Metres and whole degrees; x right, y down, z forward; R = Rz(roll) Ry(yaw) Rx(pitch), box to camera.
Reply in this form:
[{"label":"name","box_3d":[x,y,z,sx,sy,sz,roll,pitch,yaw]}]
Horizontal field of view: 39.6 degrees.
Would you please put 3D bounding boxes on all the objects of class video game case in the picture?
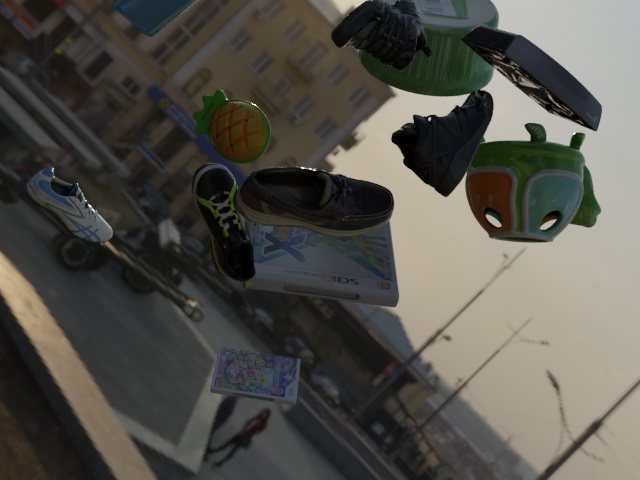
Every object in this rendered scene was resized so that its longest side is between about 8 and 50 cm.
[{"label":"video game case","box_3d":[-0.092,0.195,1.286,0.122,0.011,0.087,9,35,-3]},{"label":"video game case","box_3d":[0.000,0.000,1.803,0.300,0.036,0.329,8,36,-7]}]

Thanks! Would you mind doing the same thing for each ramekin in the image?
[{"label":"ramekin","box_3d":[0.242,-0.453,1.939,0.303,0.303,0.148,45,-38,37]}]

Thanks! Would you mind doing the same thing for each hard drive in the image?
[{"label":"hard drive","box_3d":[0.385,-0.295,1.594,0.254,0.054,0.172,31,7,-28]}]

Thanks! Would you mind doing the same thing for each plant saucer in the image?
[{"label":"plant saucer","box_3d":[-0.142,-0.302,1.010,0.067,0.192,0.018,41,-16,25]}]

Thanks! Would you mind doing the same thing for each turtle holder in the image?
[{"label":"turtle holder","box_3d":[0.446,-0.109,1.904,0.243,0.227,0.320,0,-6,30]}]

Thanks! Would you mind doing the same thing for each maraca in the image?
[{"label":"maraca","box_3d":[-0.184,-0.236,1.843,0.185,0.127,0.099,34,6,18]}]

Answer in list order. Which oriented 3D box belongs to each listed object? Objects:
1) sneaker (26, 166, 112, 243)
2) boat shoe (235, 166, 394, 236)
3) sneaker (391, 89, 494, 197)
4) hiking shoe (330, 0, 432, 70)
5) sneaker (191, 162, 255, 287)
[{"label":"sneaker","box_3d":[-0.554,-0.074,2.018,0.237,0.086,0.085,43,22,-38]},{"label":"boat shoe","box_3d":[0.001,-0.073,1.516,0.092,0.285,0.103,126,-35,-59]},{"label":"sneaker","box_3d":[0.202,-0.188,1.461,0.130,0.227,0.087,32,-30,-3]},{"label":"hiking shoe","box_3d":[0.115,-0.350,1.534,0.086,0.227,0.114,-38,-101,46]},{"label":"sneaker","box_3d":[-0.155,-0.026,1.564,0.097,0.084,0.235,31,-38,52]}]
